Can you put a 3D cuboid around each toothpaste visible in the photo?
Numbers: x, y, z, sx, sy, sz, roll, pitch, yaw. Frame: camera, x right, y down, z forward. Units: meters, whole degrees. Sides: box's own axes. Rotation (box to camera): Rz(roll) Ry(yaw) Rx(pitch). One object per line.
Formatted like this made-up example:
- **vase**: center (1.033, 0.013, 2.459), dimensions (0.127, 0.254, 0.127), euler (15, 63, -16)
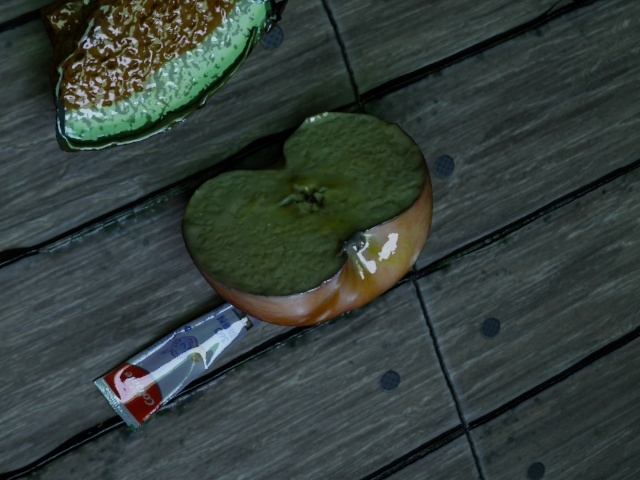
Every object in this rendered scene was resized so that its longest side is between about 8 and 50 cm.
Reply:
- **toothpaste**: center (-0.136, 0.119, 1.448), dimensions (0.301, 0.048, 0.075), euler (-36, 118, -9)

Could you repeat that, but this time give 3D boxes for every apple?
- **apple**: center (0.000, 0.000, 1.366), dimensions (0.293, 0.251, 0.163), euler (-33, 137, -13)

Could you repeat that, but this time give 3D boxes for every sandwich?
- **sandwich**: center (-0.207, -0.219, 1.305), dimensions (0.212, 0.109, 0.292), euler (40, 83, -19)
